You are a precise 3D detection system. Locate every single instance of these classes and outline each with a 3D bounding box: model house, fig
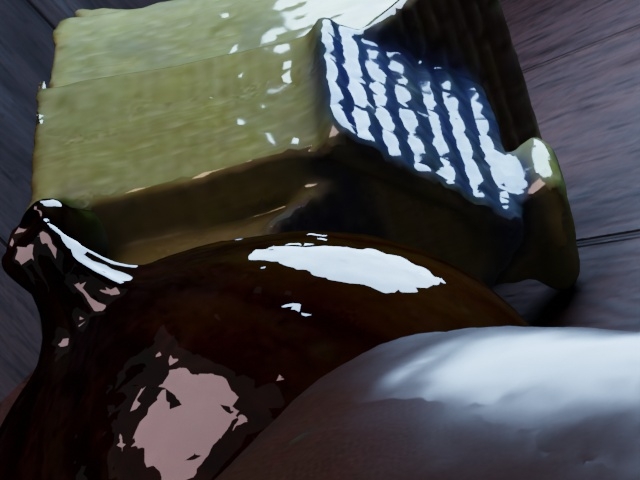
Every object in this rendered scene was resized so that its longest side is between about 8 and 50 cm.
[{"bbox_3d":[0.000,0.000,1.056,0.266,0.261,0.321,-17,30,5],"label":"model house"},{"bbox_3d":[-0.021,0.097,0.645,0.235,0.214,0.235,-27,37,23],"label":"fig"}]

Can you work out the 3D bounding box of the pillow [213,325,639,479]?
[{"bbox_3d":[0.043,0.118,0.361,0.305,0.108,0.308,-2,34,46],"label":"pillow"}]
